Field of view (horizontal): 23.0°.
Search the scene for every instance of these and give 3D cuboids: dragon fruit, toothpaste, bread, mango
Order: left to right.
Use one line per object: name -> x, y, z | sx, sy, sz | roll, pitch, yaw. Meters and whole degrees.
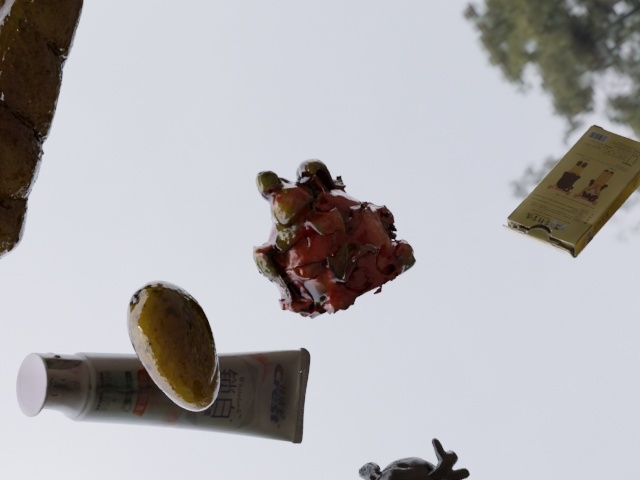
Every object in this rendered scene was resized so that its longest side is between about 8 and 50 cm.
bread -> -0.275, -0.150, 1.415 | 0.084, 0.124, 0.344 | 16, -94, -26
mango -> -0.118, 0.086, 1.284 | 0.114, 0.057, 0.079 | 65, -158, -4
toothpaste -> -0.139, 0.147, 1.533 | 0.323, 0.066, 0.100 | 7, -94, -39
dragon fruit -> 0.000, 0.000, 1.450 | 0.207, 0.133, 0.150 | 50, -169, -45

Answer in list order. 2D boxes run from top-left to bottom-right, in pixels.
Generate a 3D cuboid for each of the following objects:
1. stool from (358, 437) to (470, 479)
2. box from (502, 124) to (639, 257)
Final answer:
stool -> 0.058, 0.257, 1.211 | 0.125, 0.121, 0.217 | 9, -97, 9
box -> 0.231, -0.043, 1.386 | 0.149, 0.073, 0.020 | -44, -39, -28
